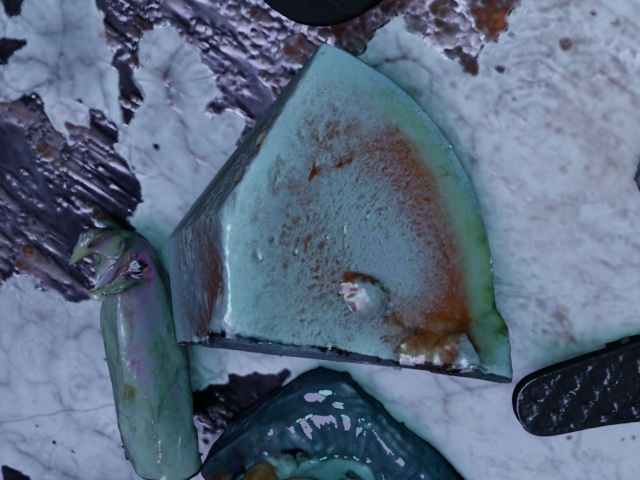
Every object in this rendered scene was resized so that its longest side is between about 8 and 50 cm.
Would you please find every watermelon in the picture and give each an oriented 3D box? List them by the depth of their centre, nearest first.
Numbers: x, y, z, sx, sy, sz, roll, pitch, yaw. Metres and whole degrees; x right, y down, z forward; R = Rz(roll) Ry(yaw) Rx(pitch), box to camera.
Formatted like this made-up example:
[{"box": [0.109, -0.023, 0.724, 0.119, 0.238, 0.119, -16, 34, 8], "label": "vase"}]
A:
[{"box": [0.000, 0.000, 0.737, 0.319, 0.213, 0.290, 17, 115, 23], "label": "watermelon"}]

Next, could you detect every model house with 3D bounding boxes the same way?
[{"box": [-0.006, 0.291, 0.826, 0.184, 0.291, 0.253, -37, 97, 33], "label": "model house"}]

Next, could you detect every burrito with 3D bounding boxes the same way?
[{"box": [-0.167, 0.102, 0.896, 0.089, 0.144, 0.229, -16, 113, -23], "label": "burrito"}]

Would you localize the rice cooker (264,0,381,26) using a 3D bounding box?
[{"box": [0.029, -0.247, 0.673, 0.142, 0.118, 0.203, 46, 119, -4], "label": "rice cooker"}]

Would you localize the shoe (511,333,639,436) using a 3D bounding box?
[{"box": [0.244, 0.115, 0.796, 0.179, 0.049, 0.071, -13, 97, 0], "label": "shoe"}]

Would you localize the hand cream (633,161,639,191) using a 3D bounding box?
[{"box": [0.325, -0.038, 0.706, 0.175, 0.046, 0.095, 19, 114, 8], "label": "hand cream"}]
